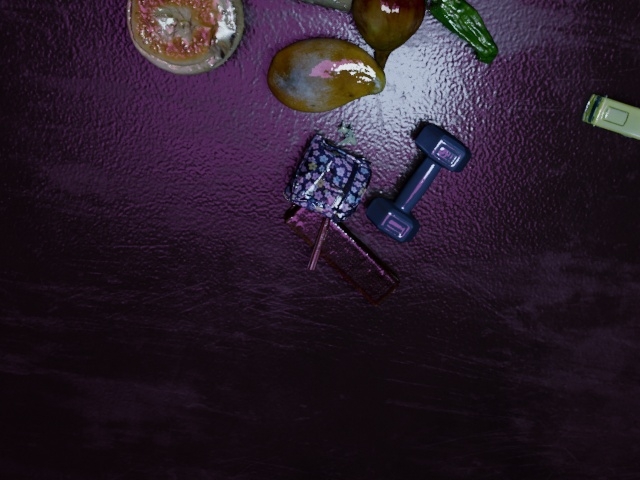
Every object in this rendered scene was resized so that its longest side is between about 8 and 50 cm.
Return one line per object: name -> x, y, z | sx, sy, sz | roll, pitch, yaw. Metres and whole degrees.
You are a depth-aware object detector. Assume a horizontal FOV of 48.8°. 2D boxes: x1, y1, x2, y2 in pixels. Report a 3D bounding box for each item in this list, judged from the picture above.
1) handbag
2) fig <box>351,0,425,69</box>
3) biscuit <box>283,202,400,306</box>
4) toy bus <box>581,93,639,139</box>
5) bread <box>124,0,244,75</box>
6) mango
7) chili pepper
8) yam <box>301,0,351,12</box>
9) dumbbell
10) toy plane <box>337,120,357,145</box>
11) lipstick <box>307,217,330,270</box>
handbag -> 0.029, -0.162, 1.926 | 0.207, 0.127, 0.229 | 30, 63, -9
fig -> 0.147, -0.552, 1.827 | 0.190, 0.191, 0.290 | 24, 143, -7
biscuit -> 0.062, 0.027, 2.035 | 0.388, 0.073, 0.107 | 43, 102, -12
toy bus -> 0.810, -0.332, 1.904 | 0.175, 0.101, 0.088 | 17, 107, -4
bread -> -0.340, -0.569, 1.797 | 0.305, 0.159, 0.306 | 2, 111, 5
mango -> 0.013, -0.426, 1.829 | 0.316, 0.146, 0.193 | 3, 121, 18
chili pepper -> 0.375, -0.562, 1.843 | 0.257, 0.074, 0.100 | 37, 87, -16
yam -> -0.059, -0.681, 1.762 | 0.304, 0.168, 0.168 | 12, 107, -4
dumbbell -> 0.269, -0.153, 1.941 | 0.144, 0.160, 0.325 | 39, 106, 21
toy plane -> 0.078, -0.290, 1.946 | 0.083, 0.033, 0.080 | 44, 61, -36
lipstick -> -0.001, 0.000, 1.976 | 0.027, 0.027, 0.177 | 17, 106, -5
